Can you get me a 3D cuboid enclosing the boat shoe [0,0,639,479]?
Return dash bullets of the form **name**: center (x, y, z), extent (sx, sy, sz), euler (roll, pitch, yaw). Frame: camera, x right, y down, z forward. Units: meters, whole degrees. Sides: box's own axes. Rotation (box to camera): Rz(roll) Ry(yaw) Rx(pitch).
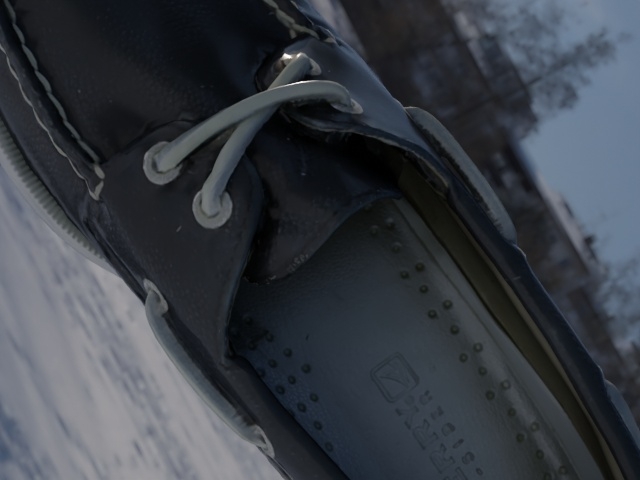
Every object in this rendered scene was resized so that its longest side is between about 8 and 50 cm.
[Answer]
- **boat shoe**: center (0.000, 0.000, 0.416), extent (0.302, 0.114, 0.091), euler (50, -16, -3)
